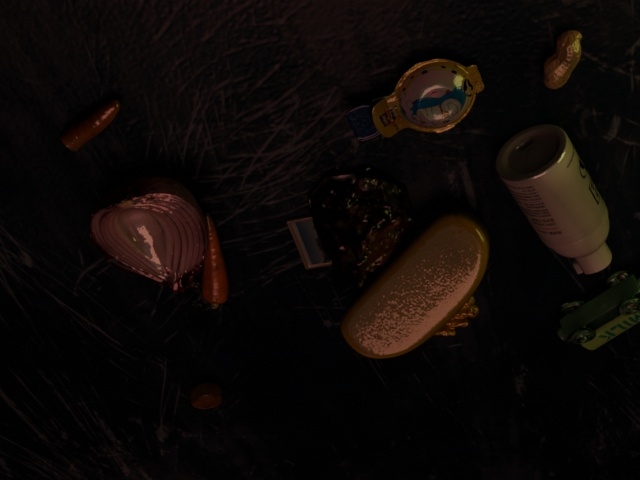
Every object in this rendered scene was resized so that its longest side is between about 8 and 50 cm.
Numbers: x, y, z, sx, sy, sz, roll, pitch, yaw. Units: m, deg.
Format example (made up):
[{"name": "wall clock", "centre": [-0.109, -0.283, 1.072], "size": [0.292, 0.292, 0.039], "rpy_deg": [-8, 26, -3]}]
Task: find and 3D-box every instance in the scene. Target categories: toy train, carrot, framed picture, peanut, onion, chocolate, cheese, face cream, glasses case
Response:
[{"name": "toy train", "centre": [0.663, 0.161, 1.861], "size": [0.157, 0.105, 0.253], "rpy_deg": [18, 134, -34]}, {"name": "carrot", "centre": [-0.231, 0.041, 1.784], "size": [0.061, 0.061, 0.256], "rpy_deg": [1, 124, 0]}, {"name": "framed picture", "centre": [0.000, 0.000, 1.764], "size": [0.109, 0.011, 0.149], "rpy_deg": [-12, 133, 11]}, {"name": "peanut", "centre": [0.421, -0.315, 1.438], "size": [0.054, 0.054, 0.113], "rpy_deg": [10, 130, -9]}, {"name": "onion", "centre": [-0.332, -0.013, 1.677], "size": [0.227, 0.120, 0.283], "rpy_deg": [-11, 129, 8]}, {"name": "chocolate", "centre": [0.094, -0.002, 1.641], "size": [0.206, 0.177, 0.224], "rpy_deg": [-11, 134, 5]}, {"name": "carrot", "centre": [-0.423, -0.218, 1.536], "size": [0.139, 0.048, 0.048], "rpy_deg": [-30, 127, 24]}, {"name": "cheese", "centre": [0.172, -0.245, 1.493], "size": [0.250, 0.064, 0.156], "rpy_deg": [-20, 129, 15]}, {"name": "face cream", "centre": [0.487, -0.054, 1.622], "size": [0.145, 0.145, 0.369], "rpy_deg": [-26, 129, 23]}, {"name": "glasses case", "centre": [0.210, 0.096, 1.719], "size": [0.173, 0.141, 0.371], "rpy_deg": [43, 107, 2]}]

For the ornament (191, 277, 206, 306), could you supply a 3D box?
[{"name": "ornament", "centre": [-0.296, 0.105, 1.855], "size": [0.073, 0.028, 0.125], "rpy_deg": [-10, 131, 8]}]

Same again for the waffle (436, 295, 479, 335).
[{"name": "waffle", "centre": [0.255, 0.146, 1.869], "size": [0.211, 0.055, 0.160], "rpy_deg": [5, 132, -3]}]

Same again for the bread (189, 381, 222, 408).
[{"name": "bread", "centre": [-0.292, 0.392, 2.109], "size": [0.085, 0.053, 0.085], "rpy_deg": [-7, 143, -5]}]
